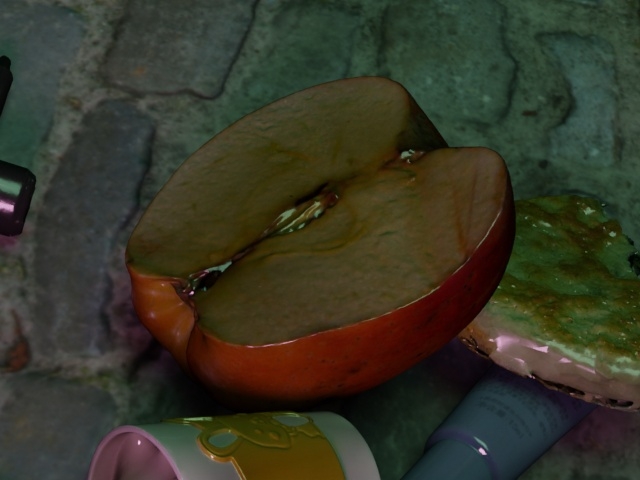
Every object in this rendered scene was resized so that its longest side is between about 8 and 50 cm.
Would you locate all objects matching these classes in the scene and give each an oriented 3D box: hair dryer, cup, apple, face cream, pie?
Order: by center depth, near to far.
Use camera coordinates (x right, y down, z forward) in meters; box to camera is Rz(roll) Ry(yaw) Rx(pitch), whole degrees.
[{"bbox_3d":[-0.090,0.227,1.599,0.226,0.185,0.241,-7,24,-35],"label":"cup"},{"bbox_3d":[0.000,0.000,1.728,0.365,0.329,0.295,-35,91,-20],"label":"apple"},{"bbox_3d":[0.191,0.179,1.815,0.135,0.086,0.385,36,41,15],"label":"face cream"},{"bbox_3d":[-0.333,-0.105,1.841,0.114,0.070,0.248,18,38,-8],"label":"hair dryer"},{"bbox_3d":[0.248,0.052,1.897,0.296,0.078,0.371,7,30,-17],"label":"pie"}]
